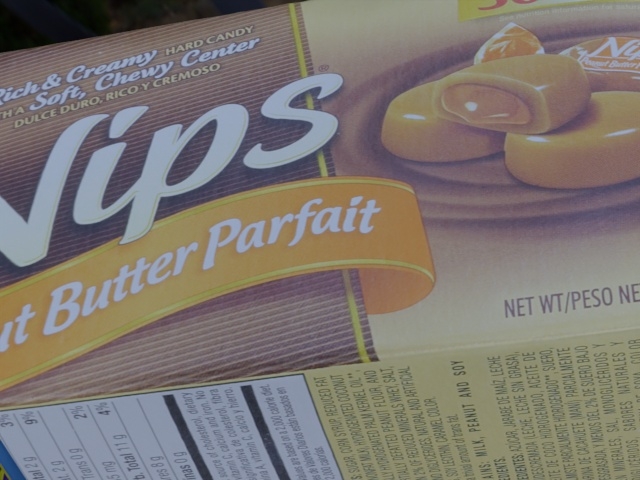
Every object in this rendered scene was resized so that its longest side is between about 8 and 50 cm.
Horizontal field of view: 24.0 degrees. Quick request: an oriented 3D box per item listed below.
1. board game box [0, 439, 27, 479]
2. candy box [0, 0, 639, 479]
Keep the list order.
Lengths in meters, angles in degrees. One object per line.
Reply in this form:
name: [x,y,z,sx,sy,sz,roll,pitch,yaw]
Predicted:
board game box: [-0.133,0.014,0.146,0.086,0.308,0.302,-28,17,1]
candy box: [0.000,0.000,0.531,0.316,0.087,0.183,-8,44,12]
